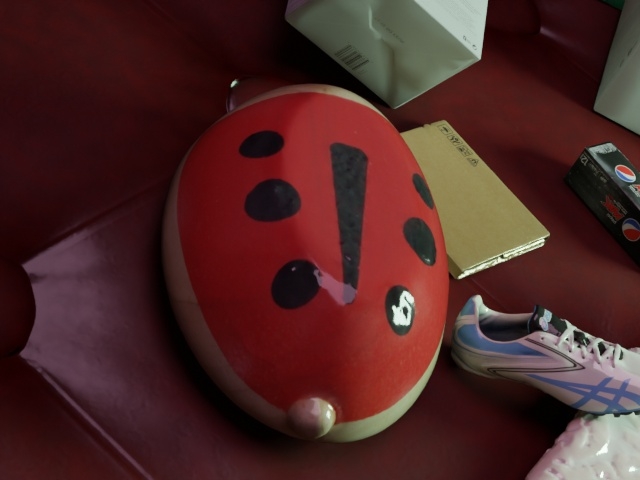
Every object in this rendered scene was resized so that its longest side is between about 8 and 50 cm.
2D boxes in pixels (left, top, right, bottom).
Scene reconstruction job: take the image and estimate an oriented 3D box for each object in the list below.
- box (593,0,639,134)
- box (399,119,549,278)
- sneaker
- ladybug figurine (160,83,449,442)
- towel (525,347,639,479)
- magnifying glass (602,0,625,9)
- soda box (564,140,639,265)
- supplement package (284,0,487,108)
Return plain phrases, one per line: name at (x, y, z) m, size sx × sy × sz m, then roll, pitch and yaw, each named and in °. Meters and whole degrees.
box at (0.536, -0.283, 2.047) m, size 0.215 × 0.168 × 0.345 m, roll 28°, pitch 44°, yaw -3°
box at (0.150, -0.052, 1.724) m, size 0.164 × 0.021 × 0.201 m, roll -20°, pitch 61°, yaw -41°
sneaker at (0.251, 0.117, 1.516) m, size 0.237 × 0.086 × 0.085 m, roll 13°, pitch 32°, yaw 9°
ladybug figurine at (0.000, 0.000, 1.480) m, size 0.305 × 0.162 × 0.449 m, roll 13°, pitch 44°, yaw -18°
towel at (0.366, 0.291, 1.481) m, size 0.317 × 0.053 × 0.332 m, roll 39°, pitch 42°, yaw 10°
magnifying glass at (0.393, -0.384, 2.196) m, size 0.231 × 0.026 × 0.092 m, roll 7°, pitch 46°, yaw -27°
soda box at (0.378, -0.041, 1.813) m, size 0.053 × 0.060 × 0.169 m, roll -16°, pitch 59°, yaw -38°
supplement package at (0.086, -0.312, 1.786) m, size 0.194 × 0.149 × 0.203 m, roll 38°, pitch 45°, yaw -29°
